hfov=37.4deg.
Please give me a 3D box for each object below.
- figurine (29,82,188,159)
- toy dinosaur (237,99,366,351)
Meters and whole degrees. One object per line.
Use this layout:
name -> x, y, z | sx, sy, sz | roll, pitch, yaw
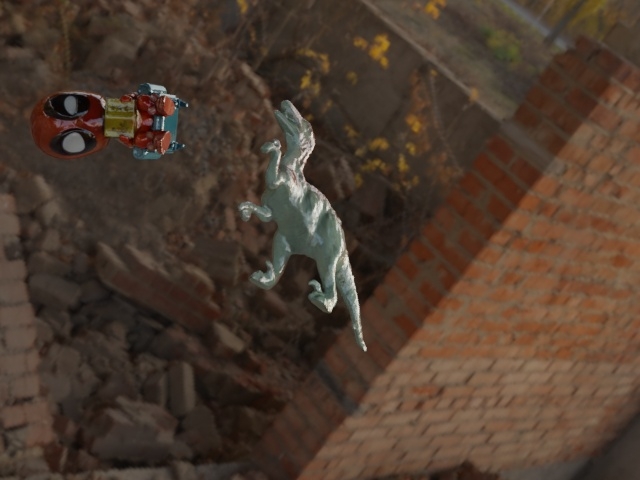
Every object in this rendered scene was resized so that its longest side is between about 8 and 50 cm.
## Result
figurine -> -0.189, -0.104, 0.823 | 0.140, 0.068, 0.075 | 3, 8, 12
toy dinosaur -> 0.000, 0.000, 0.943 | 0.242, 0.053, 0.167 | 49, 50, -25
